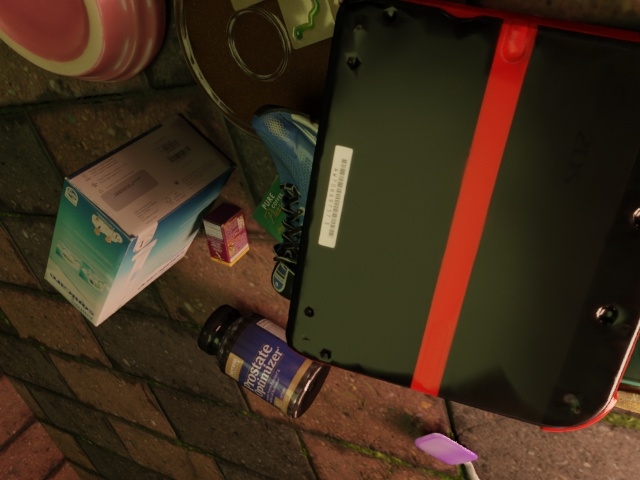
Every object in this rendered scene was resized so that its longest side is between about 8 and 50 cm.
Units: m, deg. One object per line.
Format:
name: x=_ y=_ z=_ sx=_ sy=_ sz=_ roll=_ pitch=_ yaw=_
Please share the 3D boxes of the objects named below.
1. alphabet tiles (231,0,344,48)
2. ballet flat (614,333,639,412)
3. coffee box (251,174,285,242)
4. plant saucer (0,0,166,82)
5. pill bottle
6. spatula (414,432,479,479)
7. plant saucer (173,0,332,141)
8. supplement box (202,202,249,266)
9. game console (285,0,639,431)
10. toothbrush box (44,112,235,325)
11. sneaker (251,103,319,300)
alphabet tiles: x=0.024 y=-0.344 z=0.509 sx=0.343 sy=0.011 sz=0.285 roll=-7 pitch=111 yaw=33
ballet flat: x=0.284 y=0.130 z=0.675 sx=0.349 sy=0.123 sz=0.123 roll=9 pitch=128 yaw=34
coffee box: x=-0.003 y=-0.013 z=0.820 sx=0.184 sy=0.040 sz=0.113 roll=41 pitch=137 yaw=2
plant saucer: x=-0.364 y=-0.347 z=0.755 sx=0.332 sy=0.084 sz=0.332 roll=20 pitch=141 yaw=17
pill bottle: x=-0.101 y=0.204 z=1.012 sx=0.219 sy=0.123 sz=0.122 roll=27 pitch=136 yaw=17
spatula: x=0.279 y=0.421 z=0.966 sx=0.296 sy=0.030 sz=0.084 roll=45 pitch=139 yaw=-2
plant saucer: x=-0.064 y=-0.238 z=0.681 sx=0.311 sy=0.050 sz=0.310 roll=20 pitch=132 yaw=24
supplement box: x=-0.151 y=-0.009 z=0.927 sx=0.043 sy=0.055 sz=0.083 roll=17 pitch=131 yaw=26
game console: x=0.153 y=-0.015 z=0.558 sx=0.342 sy=0.060 sz=0.386 roll=15 pitch=110 yaw=13
toothbrush box: x=-0.289 y=-0.025 z=0.901 sx=0.126 sy=0.216 sz=0.295 roll=43 pitch=139 yaw=2
sneaker: x=0.000 y=0.000 z=0.669 sx=0.329 sy=0.147 sz=0.130 roll=63 pitch=172 yaw=-21
